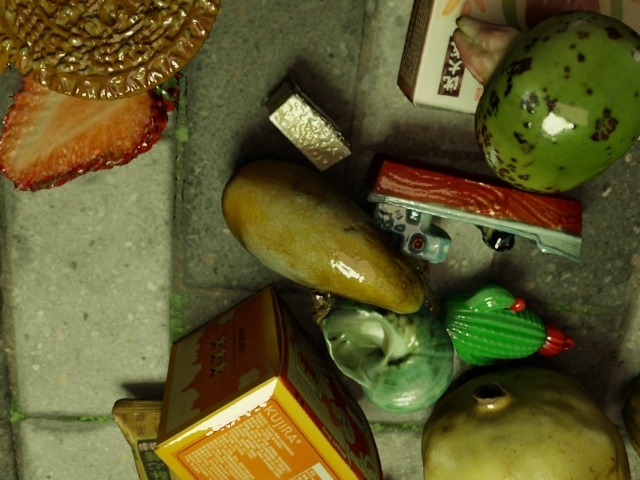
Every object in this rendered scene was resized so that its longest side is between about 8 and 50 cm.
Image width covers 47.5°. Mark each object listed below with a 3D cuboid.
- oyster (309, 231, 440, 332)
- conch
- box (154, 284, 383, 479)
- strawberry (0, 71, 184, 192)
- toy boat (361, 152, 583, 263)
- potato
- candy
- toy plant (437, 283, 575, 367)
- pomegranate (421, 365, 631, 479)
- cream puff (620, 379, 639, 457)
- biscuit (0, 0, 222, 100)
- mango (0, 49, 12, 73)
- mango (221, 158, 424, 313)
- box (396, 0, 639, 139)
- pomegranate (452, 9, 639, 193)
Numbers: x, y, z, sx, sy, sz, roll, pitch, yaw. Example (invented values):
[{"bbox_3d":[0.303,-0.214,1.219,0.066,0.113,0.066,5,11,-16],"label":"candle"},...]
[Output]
[{"bbox_3d":[0.081,0.097,1.119,0.198,0.092,0.260,-7,112,-7],"label":"oyster"},{"bbox_3d":[0.100,0.160,1.034,0.175,0.122,0.188,-12,100,3],"label":"conch"},{"bbox_3d":[-0.071,0.270,1.086,0.213,0.259,0.284,-30,114,9],"label":"box"},{"bbox_3d":[-0.286,-0.176,0.940,0.286,0.106,0.188,-39,88,8],"label":"strawberry"},{"bbox_3d":[0.220,-0.026,1.040,0.331,0.145,0.133,11,102,-5],"label":"toy boat"},{"bbox_3d":[-0.019,-0.159,0.995,0.061,0.086,0.122,-43,117,11],"label":"potato"},{"bbox_3d":[-0.249,0.368,1.202,0.143,0.101,0.271,-3,120,2],"label":"candy"},{"bbox_3d":[0.285,0.150,1.166,0.154,0.088,0.240,-36,128,27],"label":"toy plant"},{"bbox_3d":[0.314,0.352,1.152,0.332,0.332,0.333,-2,114,-5],"label":"pomegranate"},{"bbox_3d":[0.605,0.304,1.227,0.194,0.195,0.221,-11,127,-1],"label":"cream puff"},{"bbox_3d":[-0.262,-0.316,0.858,0.305,0.038,0.305,0,89,5],"label":"biscuit"},{"bbox_3d":[-0.430,-0.270,0.915,0.077,0.063,0.127,-10,114,8],"label":"mango"},{"bbox_3d":[0.000,0.000,0.975,0.316,0.193,0.146,36,89,19],"label":"mango"},{"bbox_3d":[0.308,-0.346,0.922,0.344,0.122,0.385,7,113,-9],"label":"box"},{"bbox_3d":[0.248,-0.176,0.836,0.248,0.214,0.214,39,108,14],"label":"pomegranate"}]
